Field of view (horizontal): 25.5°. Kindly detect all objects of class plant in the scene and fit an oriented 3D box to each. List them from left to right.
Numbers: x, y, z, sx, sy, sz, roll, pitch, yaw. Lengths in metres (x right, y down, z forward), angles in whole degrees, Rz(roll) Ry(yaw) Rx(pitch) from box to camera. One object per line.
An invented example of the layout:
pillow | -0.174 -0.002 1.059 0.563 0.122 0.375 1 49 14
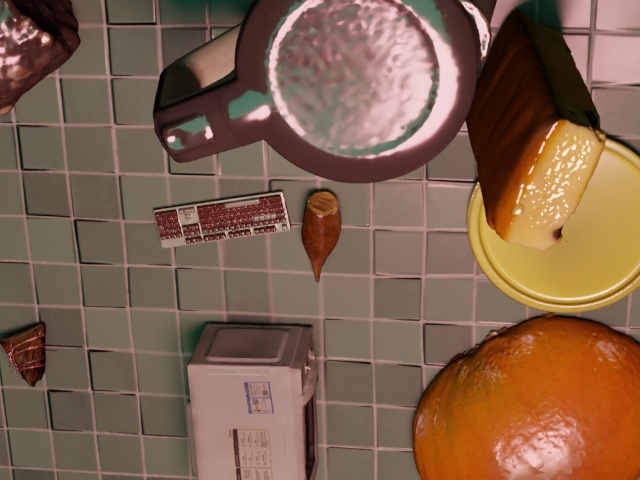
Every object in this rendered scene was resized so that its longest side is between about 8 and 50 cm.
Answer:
plant | -0.423 -0.215 1.597 0.276 0.188 0.199 -27 106 18

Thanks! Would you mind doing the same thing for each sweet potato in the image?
sweet potato | 0.000 0.000 1.711 0.049 0.049 0.117 7 118 5

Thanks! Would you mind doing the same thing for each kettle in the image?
kettle | 0.002 -0.208 1.434 0.361 0.377 0.250 -14 111 13

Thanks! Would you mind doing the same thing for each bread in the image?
bread | 0.215 -0.119 1.452 0.077 0.361 0.138 21 114 -8

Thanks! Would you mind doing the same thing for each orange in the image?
orange | 0.262 0.246 1.761 0.310 0.274 0.274 -18 114 49

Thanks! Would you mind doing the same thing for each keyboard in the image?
keyboard | -0.121 -0.023 1.734 0.166 0.017 0.055 -8 113 12

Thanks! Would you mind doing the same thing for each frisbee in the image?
frisbee | 0.292 -0.020 1.675 0.236 0.017 0.236 3 114 6

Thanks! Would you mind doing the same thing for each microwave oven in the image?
microwave oven | -0.082 0.220 1.780 0.162 0.122 0.208 1 114 8

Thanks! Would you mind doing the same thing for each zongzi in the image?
zongzi | -0.374 0.160 1.824 0.067 0.073 0.083 -19 112 -3
